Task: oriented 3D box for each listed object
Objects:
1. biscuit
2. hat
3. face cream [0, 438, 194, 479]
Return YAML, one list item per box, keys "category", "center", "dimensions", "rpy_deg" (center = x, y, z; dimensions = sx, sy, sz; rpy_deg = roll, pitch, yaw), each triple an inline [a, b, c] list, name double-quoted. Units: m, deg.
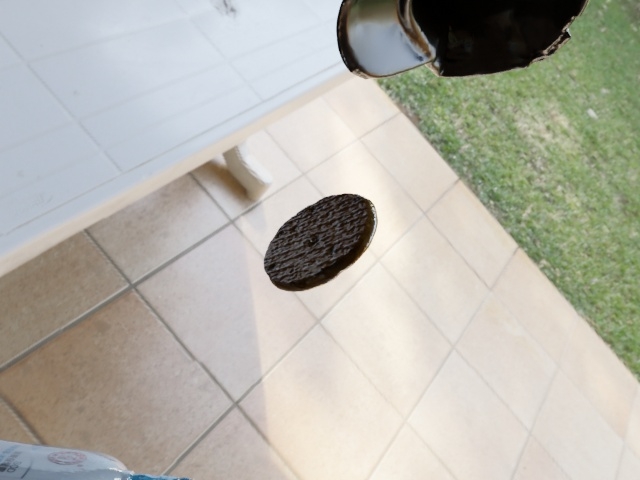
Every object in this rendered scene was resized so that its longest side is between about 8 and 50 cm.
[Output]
- category: "biscuit"
  center: [0.000, 0.000, 0.970]
  dimensions: [0.036, 0.212, 0.212]
  rpy_deg: [54, 36, -33]
- category: "hat"
  center: [0.142, -0.312, 0.649]
  dimensions: [0.336, 0.238, 0.209]
  rpy_deg: [-10, 76, -36]
- category: "face cream"
  center: [-0.325, 0.303, 0.728]
  dimensions: [0.336, 0.163, 0.080]
  rpy_deg: [8, 88, -3]
